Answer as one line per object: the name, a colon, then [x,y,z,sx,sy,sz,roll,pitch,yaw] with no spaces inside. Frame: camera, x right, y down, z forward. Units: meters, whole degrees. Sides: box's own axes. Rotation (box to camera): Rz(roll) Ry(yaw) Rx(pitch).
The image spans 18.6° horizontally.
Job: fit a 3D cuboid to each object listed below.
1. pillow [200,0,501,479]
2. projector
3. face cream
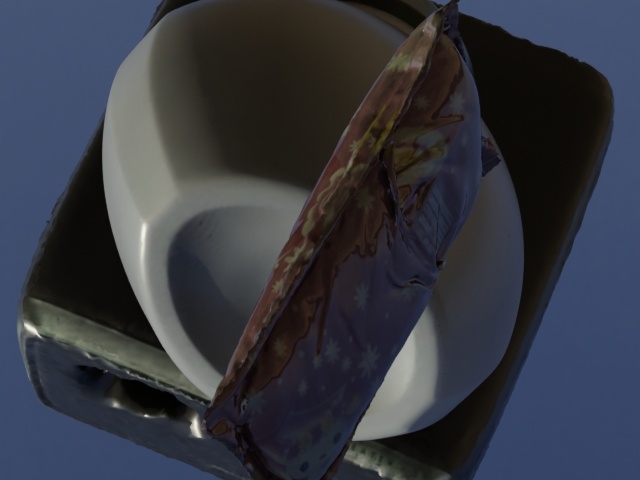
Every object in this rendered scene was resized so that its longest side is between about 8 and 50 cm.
pillow: [0.014,0.010,0.730,0.043,0.118,0.185,24,-107,26]
projector: [0.000,0.000,1.639,0.395,0.242,0.405,21,-112,6]
face cream: [0.000,-0.034,1.311,0.312,0.219,0.357,39,-156,-12]
